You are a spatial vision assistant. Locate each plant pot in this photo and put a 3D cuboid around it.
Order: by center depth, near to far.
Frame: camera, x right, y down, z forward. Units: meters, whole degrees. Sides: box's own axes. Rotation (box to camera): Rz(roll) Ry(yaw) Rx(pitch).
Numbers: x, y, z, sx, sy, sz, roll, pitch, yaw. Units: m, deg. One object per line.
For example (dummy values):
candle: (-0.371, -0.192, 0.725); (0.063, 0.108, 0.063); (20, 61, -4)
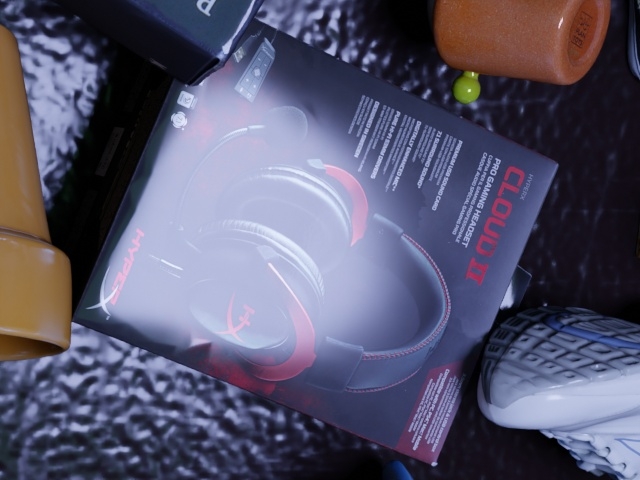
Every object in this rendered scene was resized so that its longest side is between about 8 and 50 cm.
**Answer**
plant pot: (-0.246, -0.032, 1.082); (0.205, 0.205, 0.188); (4, 80, -20)

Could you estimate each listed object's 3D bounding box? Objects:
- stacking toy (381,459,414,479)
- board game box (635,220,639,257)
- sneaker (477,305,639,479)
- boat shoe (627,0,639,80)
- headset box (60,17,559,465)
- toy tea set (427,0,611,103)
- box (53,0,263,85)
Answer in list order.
stacking toy: (-0.065, 0.252, 1.210); (0.301, 0.166, 0.175); (-3, 102, -4)
board game box: (0.328, 0.008, 1.275); (0.146, 0.193, 0.045); (4, 95, -20)
sneaker: (0.209, 0.114, 1.251); (0.297, 0.111, 0.129); (3, 106, -46)
boat shoe: (0.239, -0.179, 1.301); (0.049, 0.040, 0.142); (-9, 100, -18)
headset box: (0.000, 0.000, 1.204); (0.293, 0.110, 0.218); (24, 87, -20)
toy tea set: (0.155, -0.251, 1.197); (0.336, 0.124, 0.200); (-54, 147, -26)
box: (-0.122, -0.307, 1.012); (0.343, 0.179, 0.312); (31, 86, -7)
